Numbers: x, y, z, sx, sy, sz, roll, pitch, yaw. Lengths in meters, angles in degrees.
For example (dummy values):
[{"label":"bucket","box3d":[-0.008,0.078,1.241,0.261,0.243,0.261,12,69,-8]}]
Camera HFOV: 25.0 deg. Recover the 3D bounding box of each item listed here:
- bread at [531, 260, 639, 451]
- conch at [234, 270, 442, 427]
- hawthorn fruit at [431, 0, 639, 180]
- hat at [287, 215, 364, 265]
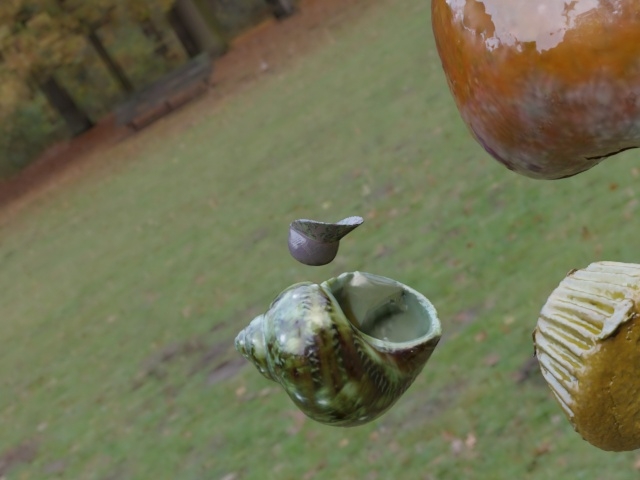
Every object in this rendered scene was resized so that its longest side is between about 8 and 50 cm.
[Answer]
[{"label":"bread","box3d":[0.362,0.137,1.707,0.240,0.240,0.139,-36,36,-27]},{"label":"conch","box3d":[0.015,0.105,1.462,0.124,0.181,0.187,-53,13,33]},{"label":"hawthorn fruit","box3d":[0.192,-0.165,1.028,0.231,0.263,0.235,-3,-31,-16]},{"label":"hat","box3d":[0.002,0.001,1.272,0.058,0.042,0.087,-4,0,-33]}]
